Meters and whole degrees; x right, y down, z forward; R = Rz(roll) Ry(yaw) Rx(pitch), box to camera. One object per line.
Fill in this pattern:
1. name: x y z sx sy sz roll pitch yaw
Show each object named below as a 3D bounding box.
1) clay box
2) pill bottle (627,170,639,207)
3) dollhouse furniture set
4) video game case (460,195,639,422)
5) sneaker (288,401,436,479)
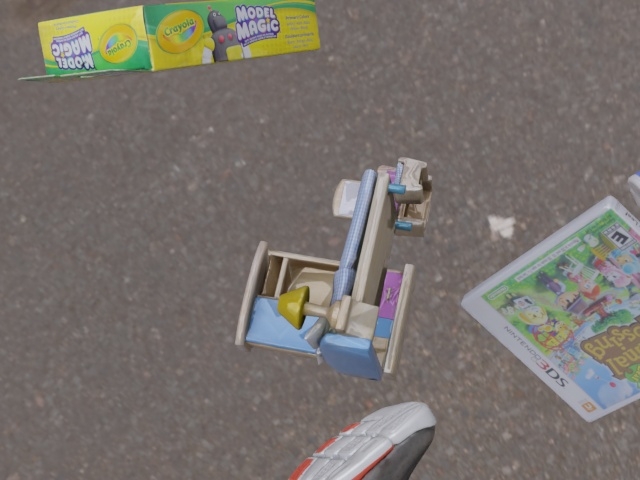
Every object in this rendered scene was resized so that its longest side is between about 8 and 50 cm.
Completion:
1. clay box: -0.119 -0.162 0.803 0.128 0.053 0.222 2 14 39
2. pill bottle: 0.427 -0.075 1.136 0.137 0.078 0.078 -33 50 5
3. dollhouse furniture set: 0.000 0.000 1.127 0.198 0.303 0.286 9 73 11
4. video game case: 0.275 0.076 0.989 0.212 0.193 0.023 -42 9 44
5. sneaker: 0.007 0.146 0.482 0.158 0.065 0.061 -45 8 -12
